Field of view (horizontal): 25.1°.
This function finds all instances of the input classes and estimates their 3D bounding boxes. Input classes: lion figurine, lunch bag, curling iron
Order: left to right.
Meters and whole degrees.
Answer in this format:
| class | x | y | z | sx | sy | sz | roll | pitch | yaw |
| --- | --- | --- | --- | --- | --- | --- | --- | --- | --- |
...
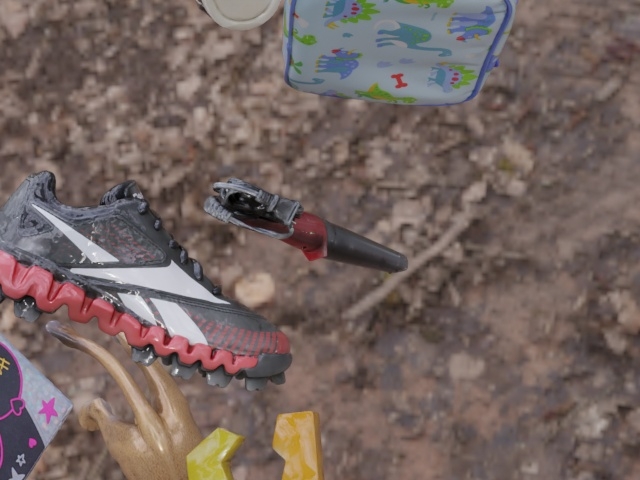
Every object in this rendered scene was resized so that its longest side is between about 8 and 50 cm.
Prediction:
| class | x | y | z | sx | sy | sz | roll | pitch | yaw |
| --- | --- | --- | --- | --- | --- | --- | --- | --- | --- |
| lion figurine | -0.127 | 0.251 | 1.430 | 0.142 | 0.392 | 0.240 | -41 | 35 | -2 |
| curling iron | 0.000 | 0.000 | 1.101 | 0.068 | 0.035 | 0.274 | 20 | -2 | 30 |
| lunch bag | 0.060 | -0.179 | 1.110 | 0.176 | 0.219 | 0.090 | 5 | 73 | -2 |

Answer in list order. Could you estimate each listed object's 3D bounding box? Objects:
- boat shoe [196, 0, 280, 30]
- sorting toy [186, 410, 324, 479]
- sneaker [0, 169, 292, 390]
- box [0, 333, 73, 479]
| class | x | y | z | sx | sy | sz | roll | pitch | yaw |
| --- | --- | --- | --- | --- | --- | --- | --- | --- | --- |
| boat shoe | -0.097 | -0.380 | 1.454 | 0.117 | 0.324 | 0.097 | -10 | 25 | -15 |
| sorting toy | -0.066 | 0.290 | 1.090 | 0.229 | 0.041 | 0.307 | -8 | 78 | 14 |
| sneaker | -0.139 | 0.028 | 1.153 | 0.276 | 0.135 | 0.097 | 23 | -4 | -11 |
| box | -0.249 | 0.105 | 0.591 | 0.247 | 0.142 | 0.163 | -22 | 28 | 40 |
